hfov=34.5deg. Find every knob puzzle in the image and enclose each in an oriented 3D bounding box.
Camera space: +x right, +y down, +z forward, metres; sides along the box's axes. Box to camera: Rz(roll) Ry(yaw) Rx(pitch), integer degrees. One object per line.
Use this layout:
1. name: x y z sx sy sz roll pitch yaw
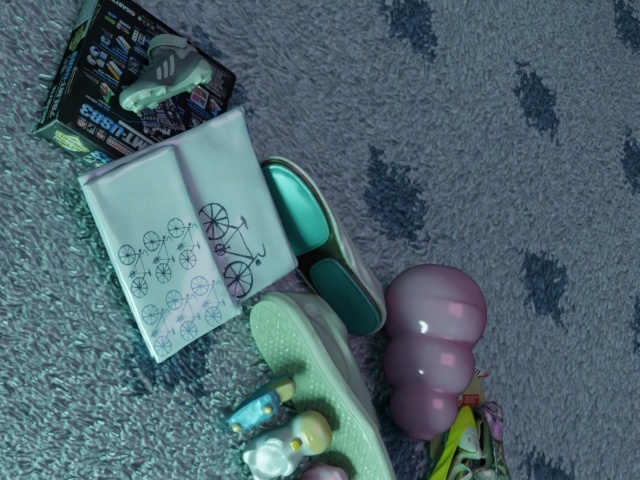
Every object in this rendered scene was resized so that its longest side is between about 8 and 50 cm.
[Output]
1. knob puzzle: 0.275 0.341 2.095 0.213 0.030 0.213 -1 92 -47

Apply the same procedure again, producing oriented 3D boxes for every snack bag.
1. snack bag: -0.195 -0.018 1.690 0.342 0.037 0.323 -30 108 -36

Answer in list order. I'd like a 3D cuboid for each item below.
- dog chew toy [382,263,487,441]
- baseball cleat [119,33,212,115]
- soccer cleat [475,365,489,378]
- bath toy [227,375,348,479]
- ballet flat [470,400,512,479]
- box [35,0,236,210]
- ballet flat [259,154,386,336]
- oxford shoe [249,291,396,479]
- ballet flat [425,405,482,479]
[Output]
1. dog chew toy: 0.209 0.218 1.979 0.206 0.206 0.332 23 67 -38
2. baseball cleat: -0.269 -0.274 1.678 0.109 0.072 0.206 55 38 4
3. soccer cleat: 0.329 0.278 2.193 0.083 0.029 0.035 0 79 -40
4. bath toy: -0.023 0.406 1.728 0.129 0.151 0.348 -52 119 -81
5. ballet flat: 0.341 0.440 2.103 0.079 0.077 0.221 -6 91 -29
6. box: -0.296 -0.230 1.721 0.295 0.073 0.293 32 56 -33
7. ballet flat: 0.000 0.000 1.912 0.400 0.139 0.139 57 44 -19
8. oxford shoe: 0.032 0.279 1.801 0.130 0.169 0.449 -27 90 -48
9. ballet flat: 0.270 0.430 2.013 0.077 0.077 0.231 55 54 -35
